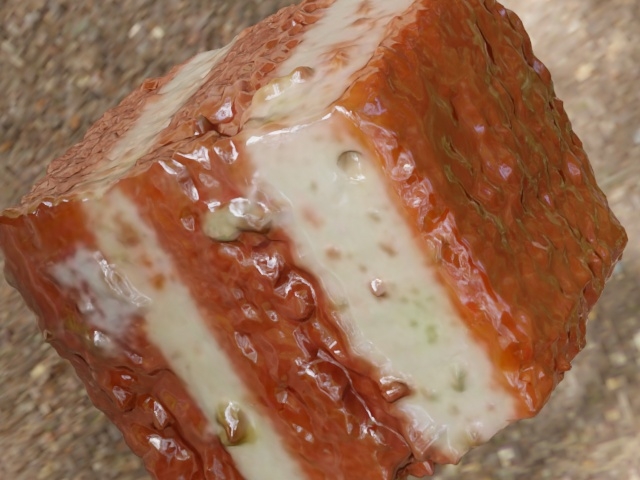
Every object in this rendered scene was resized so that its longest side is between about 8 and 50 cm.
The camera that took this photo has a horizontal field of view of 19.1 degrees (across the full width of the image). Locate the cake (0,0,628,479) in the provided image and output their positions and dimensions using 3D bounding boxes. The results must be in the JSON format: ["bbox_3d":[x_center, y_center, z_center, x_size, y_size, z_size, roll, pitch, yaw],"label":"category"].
[{"bbox_3d":[0.000,0.000,1.247,0.269,0.319,0.270,58,31,-15],"label":"cake"}]
